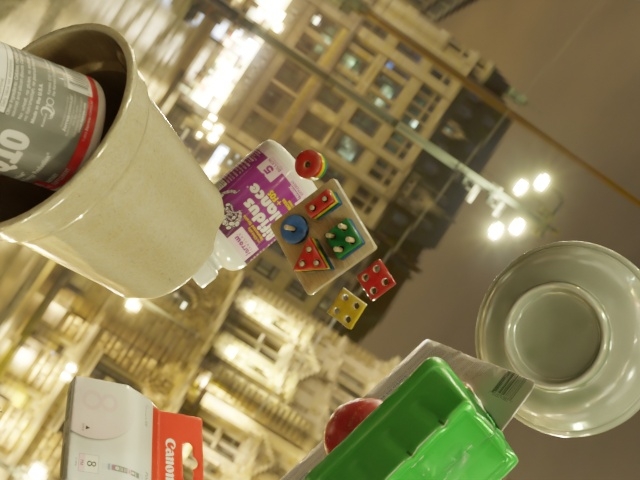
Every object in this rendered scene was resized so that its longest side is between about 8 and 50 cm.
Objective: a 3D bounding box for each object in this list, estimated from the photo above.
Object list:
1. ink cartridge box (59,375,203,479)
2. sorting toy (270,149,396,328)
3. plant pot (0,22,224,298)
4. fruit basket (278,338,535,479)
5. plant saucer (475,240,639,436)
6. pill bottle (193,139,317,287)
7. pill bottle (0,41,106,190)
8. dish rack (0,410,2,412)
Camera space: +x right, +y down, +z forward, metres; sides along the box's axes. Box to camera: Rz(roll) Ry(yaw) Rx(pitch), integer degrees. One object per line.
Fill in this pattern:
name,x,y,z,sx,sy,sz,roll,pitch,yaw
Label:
ink cartridge box,-0.285,0.320,1.551,0.189,0.232,0.066,-98,-152,-44
sorting toy,0.000,0.000,1.508,0.132,0.274,0.046,-36,160,18
plant pot,-0.309,-0.079,1.401,0.334,0.305,0.333,-17,-128,23
fruit basket,0.096,0.273,1.284,0.327,0.165,0.353,-43,-172,-10
plant saucer,0.484,0.194,1.997,0.400,0.400,0.100,-54,149,14
pill bottle,-0.162,-0.048,1.982,0.301,0.169,0.169,-41,-172,-7
pill bottle,-0.429,-0.174,1.238,0.161,0.283,0.161,-22,-120,44
dish rack,-0.583,0.302,1.381,0.272,0.074,0.208,-20,-179,15
